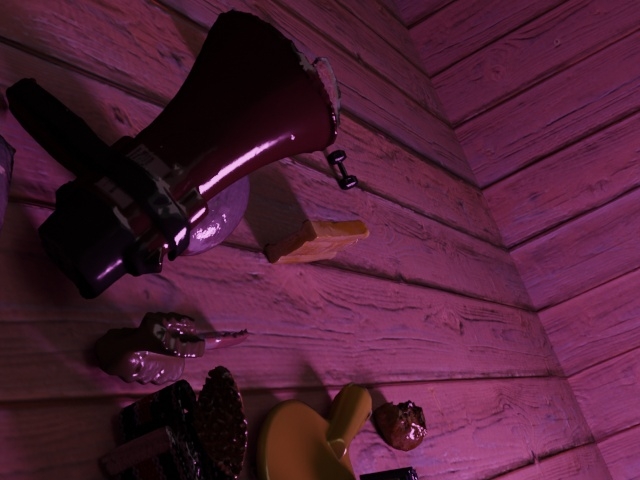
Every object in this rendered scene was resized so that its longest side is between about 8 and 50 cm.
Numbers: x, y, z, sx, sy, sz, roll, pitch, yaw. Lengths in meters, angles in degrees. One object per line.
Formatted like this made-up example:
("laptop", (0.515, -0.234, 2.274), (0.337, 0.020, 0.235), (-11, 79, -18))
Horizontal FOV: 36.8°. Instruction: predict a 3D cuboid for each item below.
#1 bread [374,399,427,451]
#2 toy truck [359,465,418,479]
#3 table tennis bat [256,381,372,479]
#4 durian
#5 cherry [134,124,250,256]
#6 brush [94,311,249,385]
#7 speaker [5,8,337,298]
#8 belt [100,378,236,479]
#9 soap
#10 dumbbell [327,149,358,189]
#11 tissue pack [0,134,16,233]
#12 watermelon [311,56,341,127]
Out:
("bread", (0.140, 0.305, 1.593), (0.113, 0.060, 0.082), (17, 46, -65))
("toy truck", (0.107, 0.404, 1.296), (0.092, 0.083, 0.192), (-25, 102, -77))
("table tennis bat", (0.004, 0.294, 1.300), (0.224, 0.054, 0.368), (61, 24, -10))
("durian", (-0.091, 0.171, 0.954), (0.066, 0.052, 0.130), (49, 20, -50))
("cherry", (-0.169, -0.061, 1.206), (0.176, 0.140, 0.176), (14, 71, -45))
("brush", (-0.150, 0.121, 1.113), (0.071, 0.084, 0.301), (65, 15, 12))
("speaker", (-0.182, -0.119, 1.038), (0.329, 0.198, 0.259), (-38, 97, -25))
("belt", (-0.114, 0.315, 0.917), (0.126, 0.094, 0.359), (29, 39, -57))
("soap", (0.000, 0.001, 1.597), (0.037, 0.092, 0.252), (64, 20, 9))
("dumbbell", (0.045, -0.145, 1.973), (0.083, 0.036, 0.040), (66, 22, 9))
("tissue pack", (-0.375, -0.081, 0.820), (0.235, 0.073, 0.173), (45, 26, -40))
("watermelon", (-0.025, -0.306, 1.975), (0.139, 0.071, 0.187), (28, 47, -46))
